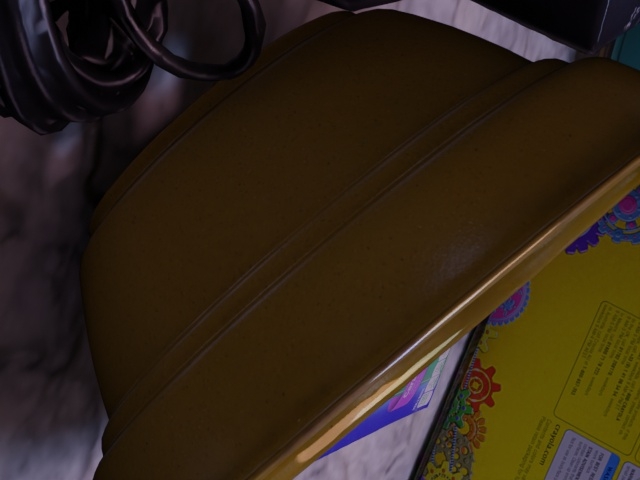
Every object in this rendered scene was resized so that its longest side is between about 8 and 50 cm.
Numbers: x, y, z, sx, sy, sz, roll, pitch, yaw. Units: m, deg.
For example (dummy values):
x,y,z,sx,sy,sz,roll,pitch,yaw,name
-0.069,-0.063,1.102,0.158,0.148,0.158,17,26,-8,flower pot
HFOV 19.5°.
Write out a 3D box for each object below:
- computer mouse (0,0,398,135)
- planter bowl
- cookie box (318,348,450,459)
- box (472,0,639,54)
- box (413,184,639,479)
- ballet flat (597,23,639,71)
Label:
x,y,z,sx,sy,sz,roll,pitch,yaw,name
0.041,-0.128,0.432,0.272,0.072,0.188,-10,139,-12,computer mouse
0.000,0.000,0.520,0.217,0.090,0.217,-39,174,-5,planter bowl
0.014,0.026,0.671,0.107,0.040,0.092,-16,130,-57,cookie box
0.102,-0.165,0.582,0.156,0.093,0.158,-34,145,-46,box
0.189,0.106,0.937,0.279,0.177,0.290,-10,125,-61,box
0.196,-0.126,0.831,0.232,0.080,0.073,-54,170,-12,ballet flat
